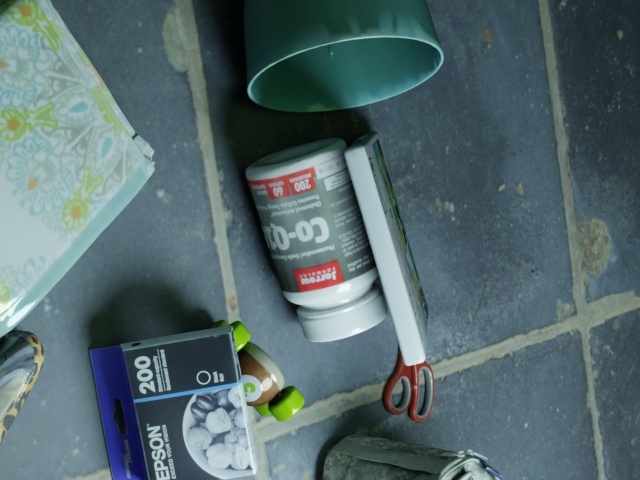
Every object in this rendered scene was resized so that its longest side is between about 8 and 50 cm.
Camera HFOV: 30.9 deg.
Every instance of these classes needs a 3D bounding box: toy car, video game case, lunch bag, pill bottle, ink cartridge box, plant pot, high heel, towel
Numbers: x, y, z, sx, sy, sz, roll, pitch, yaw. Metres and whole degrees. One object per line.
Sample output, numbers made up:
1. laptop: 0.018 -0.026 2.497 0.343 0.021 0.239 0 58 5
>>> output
1. toy car: -0.150 0.233 1.668 0.188 0.149 0.155 -43 102 -18
2. video game case: 0.108 0.001 1.795 0.300 0.036 0.329 -54 128 -79
3. lunch bag: 0.158 0.429 1.793 0.212 0.305 0.256 -41 114 -32
4. pill bottle: 0.000 0.000 1.764 0.161 0.161 0.283 -26 105 -36
5. ink cartridge box: -0.206 0.236 1.599 0.208 0.045 0.206 -10 96 3
6. plant pot: 0.018 -0.351 1.720 0.293 0.293 0.235 0 74 -38
7. high heel: -0.437 0.242 1.486 0.093 0.186 0.261 29 104 0
8. towel: -0.405 -0.099 1.471 0.374 0.090 0.321 -53 128 -30

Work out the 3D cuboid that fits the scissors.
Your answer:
1. scissors: 0.157 0.161 1.979 0.109 0.021 0.297 7 84 -35
